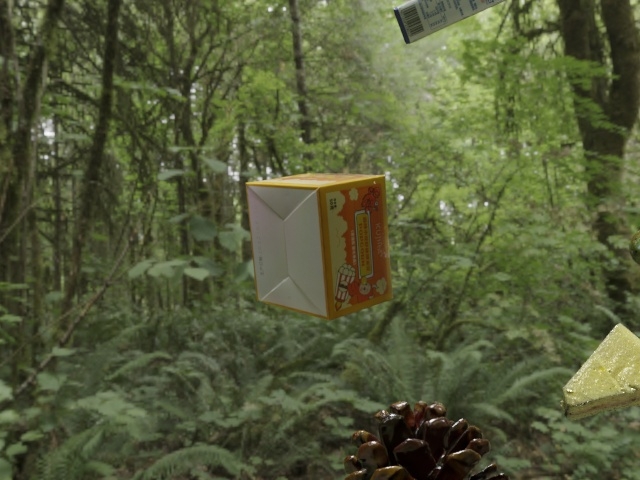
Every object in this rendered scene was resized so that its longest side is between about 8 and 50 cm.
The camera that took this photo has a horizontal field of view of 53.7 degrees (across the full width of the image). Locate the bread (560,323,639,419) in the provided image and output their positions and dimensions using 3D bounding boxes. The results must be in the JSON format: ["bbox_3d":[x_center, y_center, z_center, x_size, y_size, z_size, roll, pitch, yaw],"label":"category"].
[{"bbox_3d":[0.710,0.374,1.528,0.236,0.198,0.263,-42,-32,0],"label":"bread"}]

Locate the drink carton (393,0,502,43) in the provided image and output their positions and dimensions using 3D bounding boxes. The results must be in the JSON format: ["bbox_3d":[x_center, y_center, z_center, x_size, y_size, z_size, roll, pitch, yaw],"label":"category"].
[{"bbox_3d":[0.363,-0.648,1.721,0.315,0.106,0.130,-21,14,16],"label":"drink carton"}]

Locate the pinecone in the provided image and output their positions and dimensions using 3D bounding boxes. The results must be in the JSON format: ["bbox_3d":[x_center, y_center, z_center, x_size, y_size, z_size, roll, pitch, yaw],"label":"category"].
[{"bbox_3d":[0.144,0.357,0.928,0.264,0.264,0.264,-3,-7,0],"label":"pinecone"}]

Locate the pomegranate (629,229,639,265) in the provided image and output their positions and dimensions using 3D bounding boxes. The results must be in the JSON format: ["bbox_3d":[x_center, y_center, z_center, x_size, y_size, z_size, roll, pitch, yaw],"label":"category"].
[{"bbox_3d":[0.874,0.036,1.631,0.129,0.159,0.129,-17,-8,-3],"label":"pomegranate"}]

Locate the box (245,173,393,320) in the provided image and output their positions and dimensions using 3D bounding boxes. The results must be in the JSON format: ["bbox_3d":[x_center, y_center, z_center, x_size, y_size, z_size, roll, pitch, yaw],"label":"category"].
[{"bbox_3d":[0.000,0.000,1.405,0.214,0.283,0.259,-15,16,-41],"label":"box"}]
